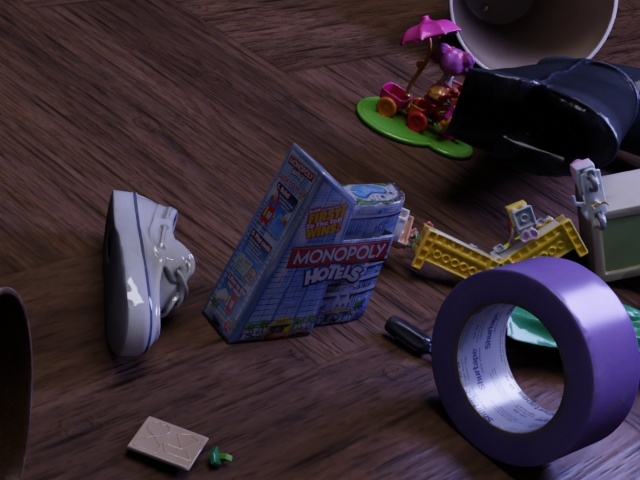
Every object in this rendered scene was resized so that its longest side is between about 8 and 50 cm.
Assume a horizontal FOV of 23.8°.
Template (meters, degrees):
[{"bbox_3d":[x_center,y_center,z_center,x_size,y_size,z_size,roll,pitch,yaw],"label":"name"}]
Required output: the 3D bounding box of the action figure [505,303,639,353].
[{"bbox_3d":[0.296,0.102,1.649,0.232,0.063,0.137,10,27,-9],"label":"action figure"}]

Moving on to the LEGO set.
[{"bbox_3d":[0.186,-0.010,1.743,0.287,0.132,0.107,-11,16,-7],"label":"LEGO set"}]

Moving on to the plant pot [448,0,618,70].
[{"bbox_3d":[0.307,-0.393,2.393,0.256,0.256,0.274,15,12,-9],"label":"plant pot"}]

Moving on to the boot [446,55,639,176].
[{"bbox_3d":[0.395,-0.162,1.976,0.367,0.146,0.445,7,8,19],"label":"boot"}]

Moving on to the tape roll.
[{"bbox_3d":[0.201,0.113,1.434,0.080,0.189,0.189,-13,42,-46],"label":"tape roll"}]

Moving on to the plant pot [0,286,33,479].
[{"bbox_3d":[-0.345,0.128,1.075,0.230,0.215,0.215,6,27,4],"label":"plant pot"}]

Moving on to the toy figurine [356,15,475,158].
[{"bbox_3d":[0.152,-0.215,2.025,0.173,0.159,0.130,29,29,16],"label":"toy figurine"}]

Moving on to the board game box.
[{"bbox_3d":[0.000,0.000,1.504,0.194,0.194,0.060,-4,36,-37],"label":"board game box"}]

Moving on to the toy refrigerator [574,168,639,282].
[{"bbox_3d":[0.453,-0.033,1.834,0.269,0.102,0.094,-11,31,0],"label":"toy refrigerator"}]

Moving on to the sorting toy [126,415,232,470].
[{"bbox_3d":[-0.119,0.180,1.298,0.083,0.012,0.062,20,23,7],"label":"sorting toy"}]

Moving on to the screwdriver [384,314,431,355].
[{"bbox_3d":[0.136,0.131,1.553,0.170,0.025,0.024,38,31,15],"label":"screwdriver"}]

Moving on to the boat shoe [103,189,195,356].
[{"bbox_3d":[-0.162,0.025,1.462,0.084,0.095,0.258,7,31,-13],"label":"boat shoe"}]
